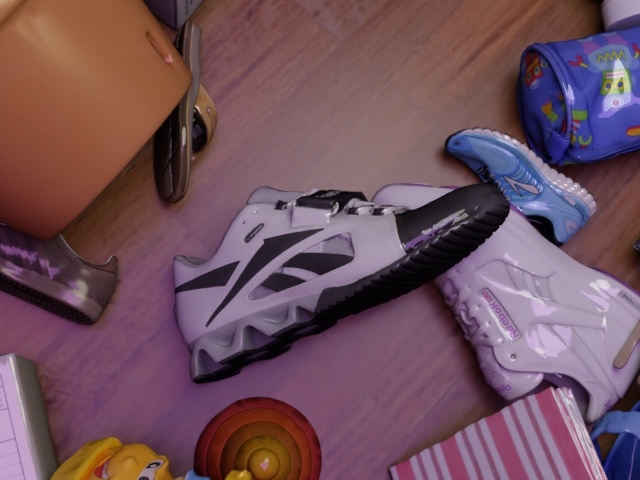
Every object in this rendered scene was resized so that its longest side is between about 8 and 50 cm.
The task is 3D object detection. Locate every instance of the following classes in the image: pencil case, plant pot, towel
[{"bbox_3d":[0.351,-0.149,1.062,0.306,0.119,0.133,-9,60,-6],"label":"pencil case"},{"bbox_3d":[-0.250,-0.136,0.938,0.203,0.291,0.291,42,79,-14],"label":"plant pot"},{"bbox_3d":[0.163,0.232,0.966,0.197,0.029,0.144,-32,62,25],"label":"towel"}]

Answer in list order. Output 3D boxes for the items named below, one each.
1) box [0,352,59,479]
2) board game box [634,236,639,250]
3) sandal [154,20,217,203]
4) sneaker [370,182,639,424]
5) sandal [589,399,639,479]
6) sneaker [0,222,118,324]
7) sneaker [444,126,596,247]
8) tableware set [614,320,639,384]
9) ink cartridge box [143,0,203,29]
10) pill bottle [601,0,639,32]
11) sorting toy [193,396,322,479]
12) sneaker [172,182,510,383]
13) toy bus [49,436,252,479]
[{"bbox_3d":[-0.289,0.264,0.932,0.148,0.121,0.311,-13,82,-7],"label":"box"},{"bbox_3d":[0.412,0.006,1.025,0.194,0.060,0.194,-25,93,34],"label":"board game box"},{"bbox_3d":[-0.124,-0.124,1.048,0.049,0.072,0.180,11,74,-25],"label":"sandal"},{"bbox_3d":[0.169,0.056,1.014,0.305,0.114,0.152,32,78,1],"label":"sneaker"},{"bbox_3d":[0.281,0.276,0.965,0.138,0.126,0.317,23,67,-44],"label":"sandal"},{"bbox_3d":[-0.280,0.011,1.015,0.188,0.066,0.071,28,62,-6],"label":"sneaker"},{"bbox_3d":[0.189,-0.051,1.062,0.162,0.063,0.073,34,82,1],"label":"sneaker"},{"bbox_3d":[0.365,0.069,0.968,0.128,0.039,0.194,31,86,38],"label":"tableware set"},{"bbox_3d":[-0.132,-0.390,1.056,0.211,0.121,0.289,37,79,1],"label":"ink cartridge box"},{"bbox_3d":[0.312,-0.310,1.093,0.108,0.108,0.193,-6,81,-6],"label":"pill bottle"},{"bbox_3d":[0.025,0.294,0.956,0.127,0.126,0.365,-38,85,-10],"label":"sorting toy"},{"bbox_3d":[0.000,0.000,0.961,0.330,0.122,0.146,-25,75,18],"label":"sneaker"},{"bbox_3d":[-0.096,0.259,0.886,0.211,0.149,0.220,-19,103,18],"label":"toy bus"}]
